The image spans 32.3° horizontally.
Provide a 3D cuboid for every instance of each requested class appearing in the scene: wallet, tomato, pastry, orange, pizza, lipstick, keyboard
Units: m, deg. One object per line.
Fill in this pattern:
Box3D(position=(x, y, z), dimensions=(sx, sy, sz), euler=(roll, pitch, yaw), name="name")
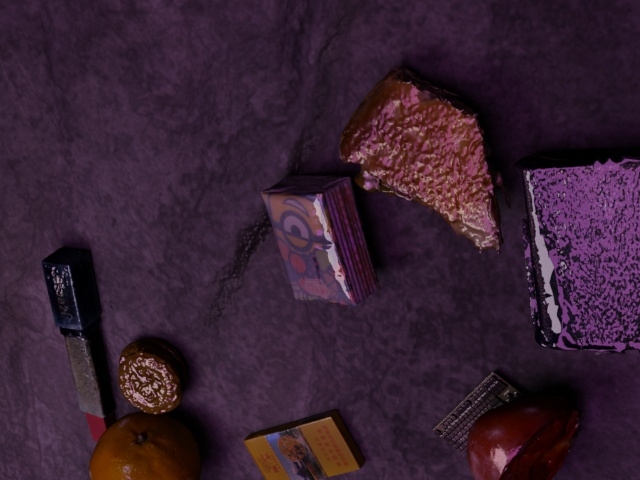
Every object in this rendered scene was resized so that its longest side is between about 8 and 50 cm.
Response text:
Box3D(position=(0.346, 0.008, 1.164), dimensions=(0.262, 0.071, 0.221), euler=(-1, 108, 23), name="wallet")
Box3D(position=(0.227, 0.231, 1.292), dimensions=(0.091, 0.139, 0.159), euler=(45, 144, 32), name="tomato")
Box3D(position=(-0.232, 0.187, 1.530), dimensions=(0.109, 0.057, 0.097), euler=(33, 118, 5), name="pastry")
Box3D(position=(-0.242, 0.308, 1.532), dimensions=(0.156, 0.156, 0.124), euler=(22, 143, 15), name="orange")
Box3D(position=(0.127, -0.094, 1.211), dimensions=(0.226, 0.069, 0.147), euler=(29, 116, 20), name="pizza")
Box3D(position=(-0.334, 0.162, 1.568), dimensions=(0.051, 0.051, 0.312), euler=(6, 117, 22), name="lipstick")
Box3D(position=(0.193, 0.213, 1.360), dimensions=(0.049, 0.015, 0.129), euler=(41, 124, 2), name="keyboard")

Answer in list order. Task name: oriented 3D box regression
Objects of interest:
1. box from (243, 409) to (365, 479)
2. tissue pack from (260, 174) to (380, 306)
Box3D(position=(-0.024, 0.285, 1.497), dimensions=(0.155, 0.023, 0.087), euler=(-22, 106, 33), name="box")
Box3D(position=(0.000, 0.000, 1.308), dimensions=(0.108, 0.060, 0.148), euler=(5, 118, 48), name="tissue pack")
